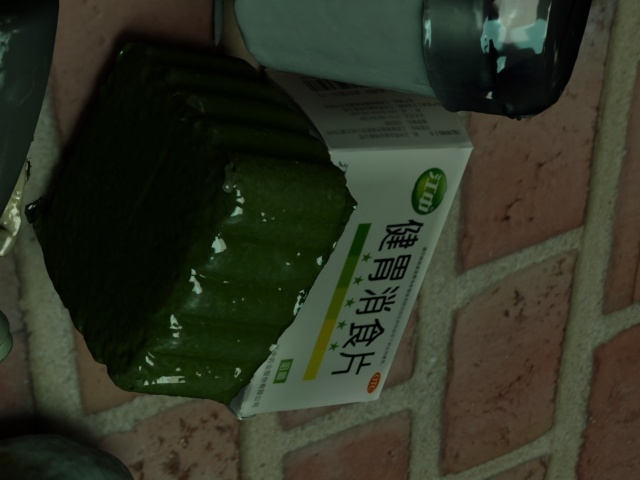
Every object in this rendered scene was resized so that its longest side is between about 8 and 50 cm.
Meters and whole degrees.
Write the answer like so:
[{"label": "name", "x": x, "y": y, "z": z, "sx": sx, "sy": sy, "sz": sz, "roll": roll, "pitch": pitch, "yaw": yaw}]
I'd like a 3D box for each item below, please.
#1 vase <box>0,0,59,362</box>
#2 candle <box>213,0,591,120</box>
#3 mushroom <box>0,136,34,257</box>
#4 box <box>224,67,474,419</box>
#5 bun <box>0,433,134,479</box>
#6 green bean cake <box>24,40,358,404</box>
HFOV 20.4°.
[{"label": "vase", "x": -0.300, "y": -0.053, "z": 1.386, "sx": 0.173, "sy": 0.173, "sz": 0.321, "roll": -8, "pitch": 122, "yaw": -30}, {"label": "candle", "x": 0.053, "y": -0.230, "z": 1.472, "sx": 0.221, "sy": 0.342, "sz": 0.221, "roll": 13, "pitch": 90, "yaw": -68}, {"label": "mushroom", "x": -0.285, "y": -0.090, "z": 1.493, "sx": 0.094, "sy": 0.072, "sz": 0.210, "roll": -2, "pitch": 114, "yaw": -28}, {"label": "box", "x": 0.000, "y": -0.002, "z": 1.720, "sx": 0.173, "sy": 0.145, "sz": 0.333, "roll": -4, "pitch": 127, "yaw": -35}, {"label": "bun", "x": -0.321, "y": 0.356, "z": 1.748, "sx": 0.361, "sy": 0.211, "sz": 0.362, "roll": -21, "pitch": 136, "yaw": -22}, {"label": "green bean cake", "x": -0.115, "y": -0.016, "z": 1.547, "sx": 0.156, "sy": 0.247, "sz": 0.250, "roll": 7, "pitch": 121, "yaw": -39}]
